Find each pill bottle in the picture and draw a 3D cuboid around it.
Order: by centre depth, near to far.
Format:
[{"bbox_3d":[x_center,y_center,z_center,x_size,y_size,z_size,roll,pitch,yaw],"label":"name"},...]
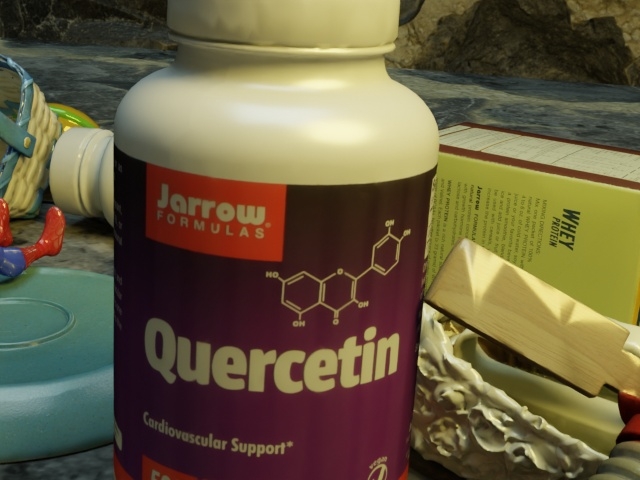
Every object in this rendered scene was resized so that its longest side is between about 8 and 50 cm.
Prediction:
[{"bbox_3d":[-0.029,0.016,0.579,0.182,0.322,0.181,3,17,-1],"label":"pill bottle"},{"bbox_3d":[-0.180,-0.067,1.132,0.229,0.131,0.131,8,18,14],"label":"pill bottle"}]

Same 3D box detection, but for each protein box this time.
[{"bbox_3d":[0.168,0.025,0.792,0.201,0.199,0.136,14,21,31],"label":"protein box"}]

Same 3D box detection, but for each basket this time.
[{"bbox_3d":[-0.427,-0.124,1.085,0.255,0.201,0.289,9,-15,17],"label":"basket"}]

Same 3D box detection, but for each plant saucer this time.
[{"bbox_3d":[-0.249,0.081,0.800,0.318,0.043,0.317,3,17,-1],"label":"plant saucer"}]

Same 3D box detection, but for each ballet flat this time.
[{"bbox_3d":[0.212,0.125,0.596,0.409,0.146,0.147,16,21,34],"label":"ballet flat"}]

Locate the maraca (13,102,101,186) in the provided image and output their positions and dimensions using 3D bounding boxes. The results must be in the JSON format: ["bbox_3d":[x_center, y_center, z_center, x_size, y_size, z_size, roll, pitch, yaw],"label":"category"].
[{"bbox_3d":[-0.350,-0.130,1.279,0.186,0.127,0.099,34,39,-28],"label":"maraca"}]

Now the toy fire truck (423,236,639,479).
[{"bbox_3d":[0.144,0.113,0.478,0.217,0.158,0.246,-43,32,-20],"label":"toy fire truck"}]

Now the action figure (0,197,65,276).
[{"bbox_3d":[-0.312,-0.012,0.797,0.092,0.139,0.280,7,20,14],"label":"action figure"}]
